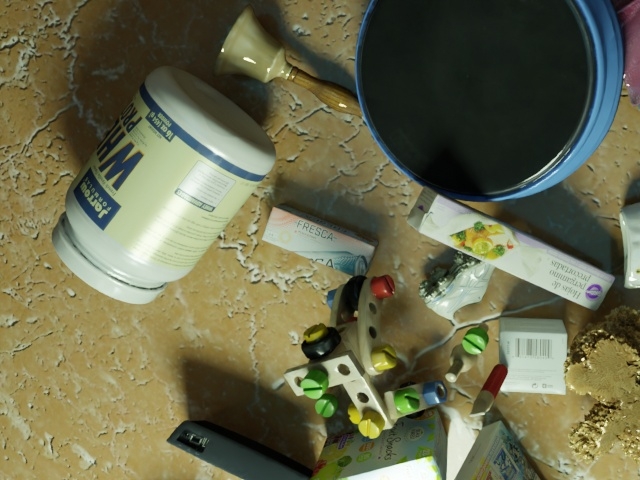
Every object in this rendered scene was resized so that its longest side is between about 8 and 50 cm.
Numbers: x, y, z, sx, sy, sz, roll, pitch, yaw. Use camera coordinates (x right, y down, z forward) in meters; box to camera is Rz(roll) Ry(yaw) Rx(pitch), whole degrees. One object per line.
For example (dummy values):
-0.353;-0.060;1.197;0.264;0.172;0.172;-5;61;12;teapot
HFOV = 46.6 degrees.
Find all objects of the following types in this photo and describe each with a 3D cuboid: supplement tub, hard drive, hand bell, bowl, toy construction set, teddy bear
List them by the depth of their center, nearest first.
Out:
0.221;-0.237;1.058;0.391;0.077;0.390;14;117;30;bowl
0.097;0.205;1.097;0.309;0.237;0.257;5;111;25;toy construction set
0.496;0.254;1.138;0.338;0.113;0.245;30;103;-7;teddy bear
-0.250;-0.083;1.178;0.235;0.235;0.325;41;104;3;supplement tub
-0.036;-0.261;1.190;0.242;0.126;0.126;28;104;-7;hand bell
-0.121;0.373;1.262;0.255;0.172;0.054;22;79;10;hard drive

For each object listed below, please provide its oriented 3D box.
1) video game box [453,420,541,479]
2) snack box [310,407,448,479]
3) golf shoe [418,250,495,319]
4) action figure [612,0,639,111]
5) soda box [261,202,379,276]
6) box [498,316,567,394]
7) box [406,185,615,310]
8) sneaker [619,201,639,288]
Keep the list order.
0.289;0.413;1.158;0.048;0.205;0.187;-31;92;34;video game box
0.098;0.360;1.205;0.207;0.174;0.070;-18;98;13;snack box
0.246;0.057;1.196;0.176;0.069;0.086;-38;115;14;golf shoe
0.544;-0.300;0.942;0.370;0.248;0.275;-29;64;37;action figure
0.000;0.000;1.230;0.183;0.058;0.062;22;102;8;soda box
0.333;0.180;1.172;0.101;0.087;0.101;0;100;12;box
0.285;0.013;1.108;0.324;0.067;0.063;23;102;-17;box
0.545;0.066;1.108;0.169;0.108;0.292;-19;84;16;sneaker
